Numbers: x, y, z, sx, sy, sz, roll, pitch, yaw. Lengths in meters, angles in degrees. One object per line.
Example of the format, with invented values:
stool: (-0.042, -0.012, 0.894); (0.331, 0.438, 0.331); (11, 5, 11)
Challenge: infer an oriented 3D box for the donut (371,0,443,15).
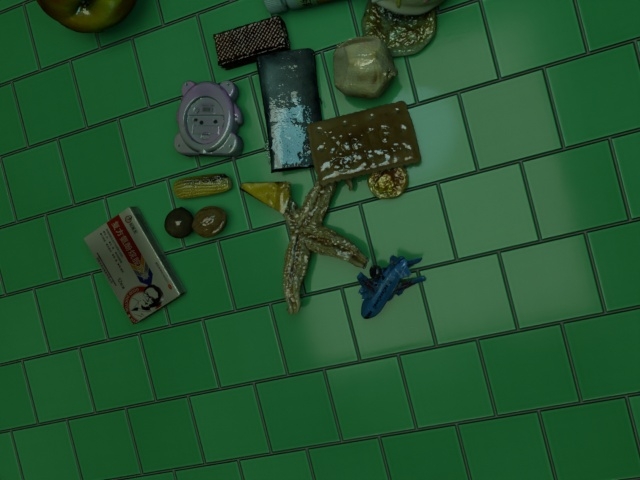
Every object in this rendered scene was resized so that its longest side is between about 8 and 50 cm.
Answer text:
donut: (0.240, -0.829, 1.523); (0.383, 0.142, 0.382); (2, 82, -18)

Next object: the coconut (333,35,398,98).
coconut: (0.137, -0.511, 1.623); (0.195, 0.194, 0.194); (1, 93, 12)

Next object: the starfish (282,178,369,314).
starfish: (0.000, 0.000, 1.713); (0.324, 0.082, 0.431); (-12, 77, 25)

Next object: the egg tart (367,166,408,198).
egg tart: (0.209, -0.192, 1.691); (0.131, 0.052, 0.130); (1, 95, 12)

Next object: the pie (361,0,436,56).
pie: (0.242, -0.670, 1.657); (0.241, 0.054, 0.240); (0, 92, 11)

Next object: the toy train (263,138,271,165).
toy train: (-0.143, -0.284, 1.768); (0.064, 0.044, 0.103); (-19, 90, 7)

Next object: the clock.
clock: (-0.365, -0.397, 1.786); (0.228, 0.090, 0.247); (3, 92, 12)

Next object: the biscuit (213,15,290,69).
biscuit: (-0.225, -0.632, 1.752); (0.252, 0.070, 0.106); (-11, 90, 13)

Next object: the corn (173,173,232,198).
corn: (-0.394, -0.182, 1.814); (0.203, 0.072, 0.071); (-6, 92, 12)

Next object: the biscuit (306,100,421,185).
biscuit: (0.129, -0.299, 1.664); (0.325, 0.044, 0.217); (-12, 79, 3)

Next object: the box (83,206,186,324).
box: (-0.643, 0.086, 1.885); (0.214, 0.069, 0.353); (-32, 88, 12)

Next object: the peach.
peach: (-0.750, -0.860, 1.727); (0.370, 0.370, 0.369); (1, 93, 12)

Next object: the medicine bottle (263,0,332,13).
medicine bottle: (-0.017, -0.799, 1.653); (0.318, 0.158, 0.158); (-7, 91, 12)

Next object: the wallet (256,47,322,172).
wallet: (-0.089, -0.412, 1.730); (0.191, 0.046, 0.378); (-8, 90, -2)

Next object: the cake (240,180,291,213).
cake: (-0.168, -0.139, 1.755); (0.185, 0.080, 0.116); (-5, 95, 21)

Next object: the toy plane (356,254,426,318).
toy plane: (0.192, 0.140, 1.664); (0.271, 0.254, 0.105); (-52, 45, 38)

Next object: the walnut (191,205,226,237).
walnut: (-0.364, -0.062, 1.797); (0.125, 0.105, 0.105); (-29, 87, 5)

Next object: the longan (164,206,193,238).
longan: (-0.473, -0.062, 1.825); (0.106, 0.106, 0.119); (-22, 45, 12)
